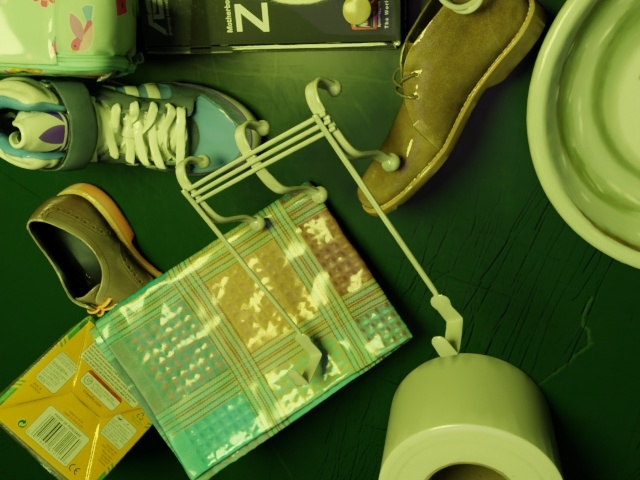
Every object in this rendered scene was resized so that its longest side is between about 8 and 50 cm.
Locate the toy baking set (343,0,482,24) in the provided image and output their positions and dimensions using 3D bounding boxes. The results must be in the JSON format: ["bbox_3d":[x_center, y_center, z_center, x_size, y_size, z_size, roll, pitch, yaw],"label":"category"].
[{"bbox_3d":[0.088,-0.322,0.612,0.256,0.030,0.197,-2,109,13],"label":"toy baking set"}]

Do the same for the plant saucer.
[{"bbox_3d":[0.430,-0.156,0.673,0.400,0.100,0.401,4,113,11],"label":"plant saucer"}]

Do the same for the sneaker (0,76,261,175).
[{"bbox_3d":[-0.258,-0.129,0.767,0.322,0.236,0.130,15,115,7],"label":"sneaker"}]

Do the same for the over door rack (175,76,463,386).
[{"bbox_3d":[0.000,0.000,0.735,0.239,0.108,0.324,-22,102,37],"label":"over door rack"}]

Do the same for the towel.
[{"bbox_3d":[-0.096,0.127,0.849,0.370,0.040,0.271,-34,90,0],"label":"towel"}]

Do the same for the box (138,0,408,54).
[{"bbox_3d":[-0.061,-0.415,0.681,0.318,0.097,0.395,4,114,14],"label":"box"}]

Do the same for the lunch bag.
[{"bbox_3d":[-0.329,-0.226,0.654,0.279,0.224,0.108,1,101,-11],"label":"lunch bag"}]

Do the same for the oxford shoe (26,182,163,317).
[{"bbox_3d":[-0.300,0.092,0.927,0.130,0.133,0.364,-32,102,22],"label":"oxford shoe"}]

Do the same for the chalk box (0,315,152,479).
[{"bbox_3d":[-0.385,0.254,0.962,0.180,0.179,0.289,48,150,-11],"label":"chalk box"}]

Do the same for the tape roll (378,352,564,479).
[{"bbox_3d":[0.212,0.308,0.880,0.246,0.169,0.246,5,112,11],"label":"tape roll"}]

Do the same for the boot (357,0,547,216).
[{"bbox_3d":[0.117,-0.169,0.719,0.115,0.112,0.305,25,109,-27],"label":"boot"}]
